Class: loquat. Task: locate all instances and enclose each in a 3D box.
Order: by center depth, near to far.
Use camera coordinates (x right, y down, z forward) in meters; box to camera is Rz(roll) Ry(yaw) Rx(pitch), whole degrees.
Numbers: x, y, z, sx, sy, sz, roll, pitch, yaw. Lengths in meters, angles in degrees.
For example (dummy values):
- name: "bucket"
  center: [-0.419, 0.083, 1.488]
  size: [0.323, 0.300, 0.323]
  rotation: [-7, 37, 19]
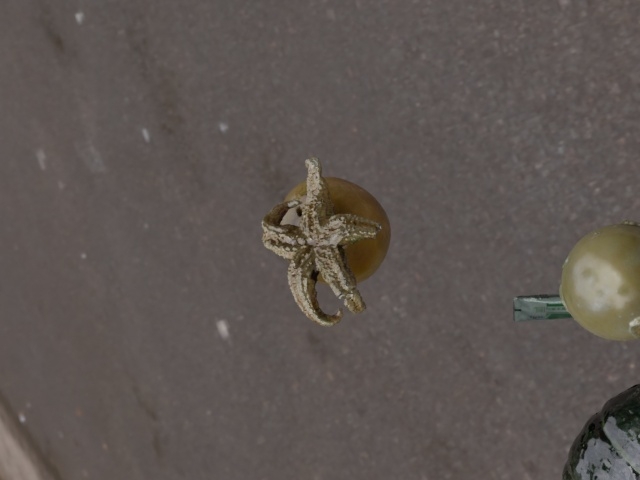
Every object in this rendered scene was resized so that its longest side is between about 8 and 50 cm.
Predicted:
- name: "loquat"
  center: [0.017, -0.012, 1.416]
  size: [0.163, 0.137, 0.163]
  rotation: [14, 155, 7]

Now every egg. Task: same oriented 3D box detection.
- name: "egg"
  center: [0.404, 0.059, 1.461]
  size: [0.164, 0.164, 0.201]
  rotation: [59, -172, 17]

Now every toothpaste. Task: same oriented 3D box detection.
- name: "toothpaste"
  center: [0.403, 0.096, 1.660]
  size: [0.064, 0.218, 0.041]
  rotation: [78, -172, -49]

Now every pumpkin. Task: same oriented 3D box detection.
- name: "pumpkin"
  center: [0.328, 0.224, 1.019]
  size: [0.152, 0.211, 0.212]
  rotation: [-126, 27, -51]

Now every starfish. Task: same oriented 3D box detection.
- name: "starfish"
  center: [-0.003, -0.004, 1.281]
  size: [0.053, 0.150, 0.210]
  rotation: [52, -147, -63]
